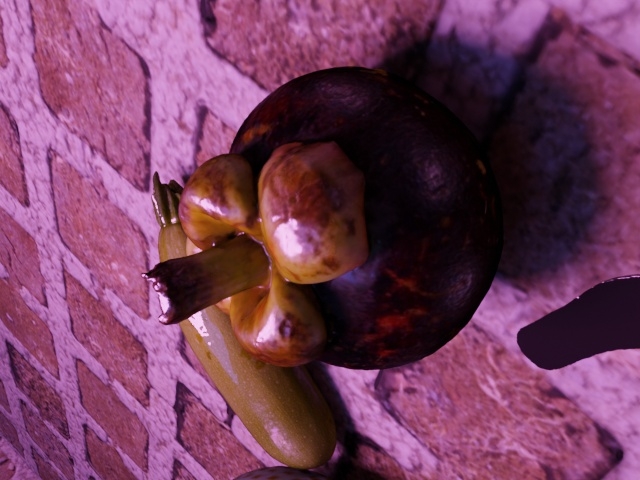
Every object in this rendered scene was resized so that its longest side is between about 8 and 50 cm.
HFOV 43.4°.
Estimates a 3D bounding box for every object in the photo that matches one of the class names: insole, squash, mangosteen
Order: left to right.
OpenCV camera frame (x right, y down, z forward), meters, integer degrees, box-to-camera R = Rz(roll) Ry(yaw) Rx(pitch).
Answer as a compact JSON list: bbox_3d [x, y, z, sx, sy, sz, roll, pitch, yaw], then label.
[{"bbox_3d":[-0.083,0.088,0.780,0.094,0.094,0.341,-13,109,54],"label":"squash"},{"bbox_3d":[0.000,0.000,0.488,0.192,0.217,0.192,35,140,35],"label":"mangosteen"},{"bbox_3d":[0.180,0.055,0.513,0.053,0.002,0.152,51,146,2],"label":"insole"}]

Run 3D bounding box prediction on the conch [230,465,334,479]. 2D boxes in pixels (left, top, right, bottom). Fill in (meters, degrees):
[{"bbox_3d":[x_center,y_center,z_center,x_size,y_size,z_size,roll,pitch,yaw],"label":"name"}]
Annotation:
[{"bbox_3d":[-0.018,0.355,0.835,0.303,0.215,0.319,56,-176,-26],"label":"conch"}]
